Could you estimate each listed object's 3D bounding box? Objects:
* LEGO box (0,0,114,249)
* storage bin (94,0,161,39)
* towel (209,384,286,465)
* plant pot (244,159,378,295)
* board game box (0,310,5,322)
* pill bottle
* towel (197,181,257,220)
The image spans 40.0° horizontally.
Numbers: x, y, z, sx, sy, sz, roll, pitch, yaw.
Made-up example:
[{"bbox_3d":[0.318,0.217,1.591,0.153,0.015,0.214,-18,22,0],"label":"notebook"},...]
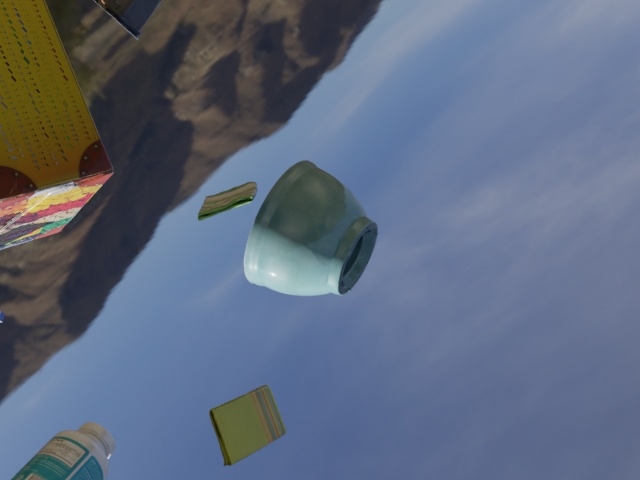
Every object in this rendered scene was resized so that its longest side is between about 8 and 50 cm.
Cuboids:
[{"bbox_3d":[-0.570,-0.261,1.473,0.193,0.499,0.372,-21,177,-32],"label":"LEGO box"},{"bbox_3d":[-0.381,-0.472,1.703,0.091,0.098,0.135,-49,-121,2],"label":"storage bin"},{"bbox_3d":[-0.130,0.327,1.575,0.021,0.102,0.237,-24,173,19],"label":"towel"},{"bbox_3d":[0.000,0.000,1.879,0.293,0.196,0.293,-53,159,-32],"label":"plant pot"},{"bbox_3d":[-0.618,0.119,1.547,0.090,0.090,0.020,69,29,-70],"label":"board game box"},{"bbox_3d":[-0.541,0.496,1.827,0.146,0.146,0.264,-28,-168,38],"label":"pill bottle"},{"bbox_3d":[-0.175,-0.078,1.661,0.113,0.023,0.152,-21,-168,3],"label":"towel"}]
